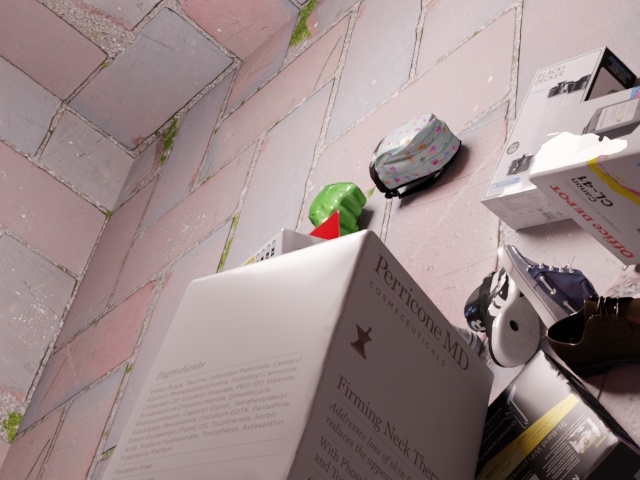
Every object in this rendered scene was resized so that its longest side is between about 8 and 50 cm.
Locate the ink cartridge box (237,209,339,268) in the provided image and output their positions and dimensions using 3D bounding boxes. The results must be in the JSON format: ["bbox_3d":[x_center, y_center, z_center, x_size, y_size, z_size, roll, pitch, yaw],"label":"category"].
[{"bbox_3d":[-0.084,0.102,2.130,0.309,0.130,0.272,-38,44,55],"label":"ink cartridge box"}]

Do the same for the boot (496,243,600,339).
[{"bbox_3d":[0.335,0.059,1.588,0.086,0.069,0.190,-41,56,13],"label":"boot"}]

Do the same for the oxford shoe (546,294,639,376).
[{"bbox_3d":[0.390,0.109,1.430,0.227,0.096,0.083,-31,30,39],"label":"oxford shoe"}]

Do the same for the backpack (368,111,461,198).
[{"bbox_3d":[0.188,-0.176,2.196,0.182,0.115,0.152,-18,38,49],"label":"backpack"}]

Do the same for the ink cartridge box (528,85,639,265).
[{"bbox_3d":[0.458,-0.086,1.412,0.306,0.226,0.131,-13,43,58],"label":"ink cartridge box"}]

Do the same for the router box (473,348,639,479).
[{"bbox_3d":[0.250,0.321,1.406,0.309,0.081,0.243,-49,23,9],"label":"router box"}]

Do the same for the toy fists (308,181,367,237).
[{"bbox_3d":[0.000,0.000,2.331,0.279,0.096,0.142,-56,13,-2],"label":"toy fists"}]

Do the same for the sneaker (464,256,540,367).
[{"bbox_3d":[0.267,0.129,1.669,0.121,0.079,0.217,-37,19,40],"label":"sneaker"}]

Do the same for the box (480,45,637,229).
[{"bbox_3d":[0.394,-0.168,1.826,0.169,0.087,0.290,-12,46,57],"label":"box"}]

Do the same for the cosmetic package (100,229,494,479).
[{"bbox_3d":[-0.022,0.260,1.405,0.327,0.329,0.394,-17,39,36],"label":"cosmetic package"}]

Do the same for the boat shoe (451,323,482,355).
[{"bbox_3d":[0.159,0.179,1.789,0.226,0.075,0.083,-31,31,42],"label":"boat shoe"}]
